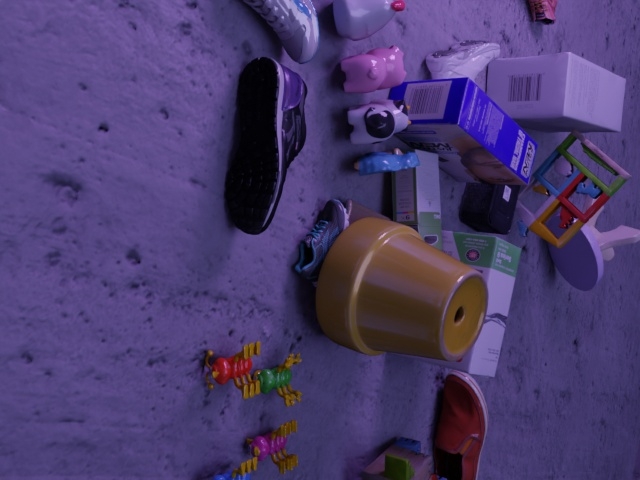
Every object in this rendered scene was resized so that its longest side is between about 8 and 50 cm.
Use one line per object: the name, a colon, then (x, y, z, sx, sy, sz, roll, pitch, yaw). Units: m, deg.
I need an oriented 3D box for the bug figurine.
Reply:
bug figurine: (-0.117, 0.304, 1.151, 0.216, 0.072, 0.279, 2, 90, -54)

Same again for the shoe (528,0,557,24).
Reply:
shoe: (0.577, -0.626, 1.777, 0.178, 0.063, 0.081, 4, 88, -52)

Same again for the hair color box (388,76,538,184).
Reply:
hair color box: (0.307, -0.224, 1.452, 0.339, 0.185, 0.110, 22, 80, -47)

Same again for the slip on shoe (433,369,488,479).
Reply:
slip on shoe: (0.332, 0.475, 1.646, 0.101, 0.123, 0.331, -13, 110, -42)

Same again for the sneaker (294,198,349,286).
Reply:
sneaker: (0.000, 0.000, 1.242, 0.076, 0.065, 0.167, 21, 78, -43)

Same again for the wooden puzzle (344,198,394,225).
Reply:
wooden puzzle: (0.087, 0.050, 1.363, 0.238, 0.044, 0.221, 23, 79, -52)

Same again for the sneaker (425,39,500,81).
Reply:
sneaker: (0.322, -0.384, 1.530, 0.232, 0.090, 0.115, -26, 122, -33)

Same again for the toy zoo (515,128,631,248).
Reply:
toy zoo: (0.623, -0.117, 1.751, 0.030, 0.192, 0.293, 11, 124, -49)

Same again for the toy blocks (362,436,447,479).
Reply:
toy blocks: (0.188, 0.598, 1.483, 0.261, 0.190, 0.382, -14, 107, -58)

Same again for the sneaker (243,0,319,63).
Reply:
sneaker: (-0.076, -0.388, 1.086, 0.092, 0.087, 0.229, -36, 115, -31)

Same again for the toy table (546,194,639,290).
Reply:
toy table: (0.790, -0.004, 2.003, 0.161, 0.252, 0.274, -37, 134, -18)

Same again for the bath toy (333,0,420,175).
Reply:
bath toy: (0.109, -0.299, 1.266, 0.151, 0.129, 0.348, -71, 153, -67)

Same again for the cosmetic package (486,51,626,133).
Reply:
cosmetic package: (0.613, -0.369, 1.748, 0.385, 0.217, 0.156, -4, 99, -49)

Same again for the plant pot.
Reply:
plant pot: (0.159, 0.103, 1.226, 0.254, 0.239, 0.254, -20, 117, -44)

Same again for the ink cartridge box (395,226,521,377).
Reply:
ink cartridge box: (0.289, 0.132, 1.467, 0.121, 0.211, 0.289, 19, 82, -48)

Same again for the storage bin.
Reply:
storage bin: (0.424, -0.115, 1.673, 0.122, 0.084, 0.180, 24, 79, -47)

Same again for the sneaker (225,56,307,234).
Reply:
sneaker: (-0.068, -0.146, 1.114, 0.124, 0.107, 0.283, 8, 90, -54)

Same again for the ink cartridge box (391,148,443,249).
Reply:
ink cartridge box: (0.202, -0.081, 1.418, 0.109, 0.062, 0.209, -1, 88, -55)
